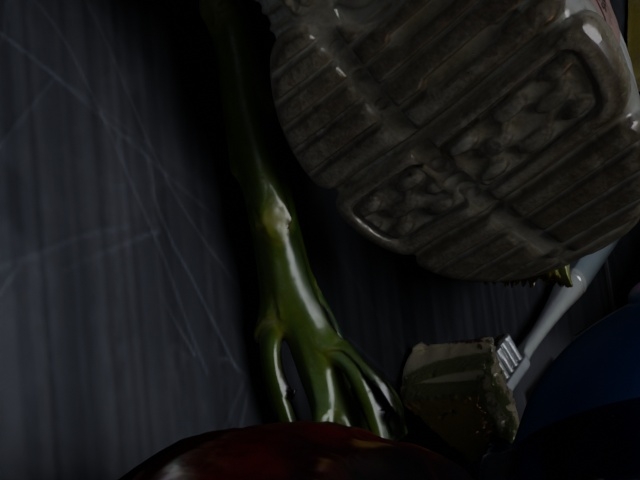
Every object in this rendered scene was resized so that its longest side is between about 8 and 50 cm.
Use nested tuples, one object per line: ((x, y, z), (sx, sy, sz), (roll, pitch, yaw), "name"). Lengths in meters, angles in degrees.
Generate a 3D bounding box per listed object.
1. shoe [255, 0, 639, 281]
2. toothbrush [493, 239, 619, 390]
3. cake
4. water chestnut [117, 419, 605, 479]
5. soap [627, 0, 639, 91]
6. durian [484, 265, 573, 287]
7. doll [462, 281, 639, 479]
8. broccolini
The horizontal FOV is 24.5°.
((0.058, -0.154, 0.745), (0.351, 0.172, 0.198), (54, 36, -18), "shoe")
((0.183, 0.016, 1.045), (0.342, 0.025, 0.030), (-42, 109, -49), "toothbrush")
((0.106, 0.112, 0.889), (0.140, 0.055, 0.051), (47, 39, -34), "cake")
((0.028, 0.195, 0.578), (0.300, 0.300, 0.300), (22, 61, -47), "water chestnut")
((0.303, -0.219, 1.272), (0.092, 0.037, 0.252), (38, 50, -40), "soap")
((0.105, -0.042, 0.916), (0.208, 0.102, 0.146), (-28, 103, -76), "durian")
((0.213, 0.149, 0.775), (0.310, 0.284, 0.240), (80, 9, -58), "doll")
((-0.005, 0.001, 0.783), (0.074, 0.079, 0.392), (111, -32, -82), "broccolini")
